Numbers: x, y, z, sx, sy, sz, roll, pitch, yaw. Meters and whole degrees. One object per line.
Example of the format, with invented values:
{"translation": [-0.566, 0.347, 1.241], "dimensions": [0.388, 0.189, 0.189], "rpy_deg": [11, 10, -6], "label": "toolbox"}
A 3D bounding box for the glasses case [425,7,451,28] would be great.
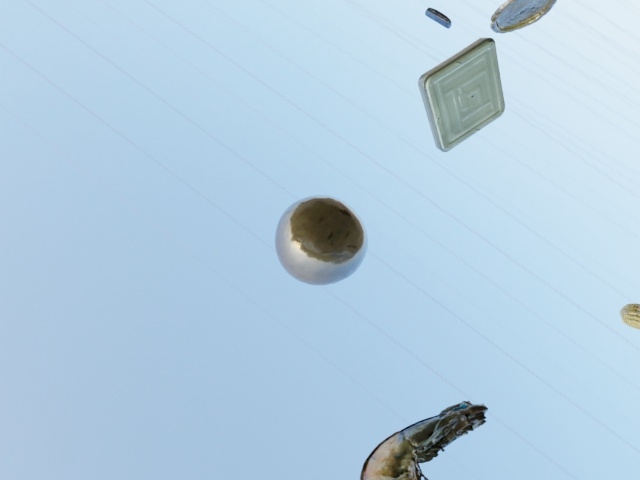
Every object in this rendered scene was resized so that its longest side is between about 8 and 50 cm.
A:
{"translation": [0.330, -0.621, 1.390], "dimensions": [0.083, 0.033, 0.023], "rpy_deg": [34, -92, 10], "label": "glasses case"}

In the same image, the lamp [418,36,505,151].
{"translation": [0.441, -0.442, 1.536], "dimensions": [0.269, 0.266, 0.047], "rpy_deg": [-34, -142, -9], "label": "lamp"}

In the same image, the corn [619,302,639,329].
{"translation": [0.965, 0.230, 1.422], "dimensions": [0.080, 0.238, 0.080], "rpy_deg": [-3, -83, -21], "label": "corn"}

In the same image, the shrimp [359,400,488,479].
{"translation": [0.208, 0.396, 0.896], "dimensions": [0.290, 0.222, 0.054], "rpy_deg": [-30, -74, -10], "label": "shrimp"}

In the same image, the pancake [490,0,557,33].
{"translation": [0.578, -0.655, 1.429], "dimensions": [0.199, 0.199, 0.021], "rpy_deg": [-9, -102, -29], "label": "pancake"}

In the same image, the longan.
{"translation": [0.001, 0.004, 1.529], "dimensions": [0.297, 0.297, 0.297], "rpy_deg": [12, -128, -16], "label": "longan"}
